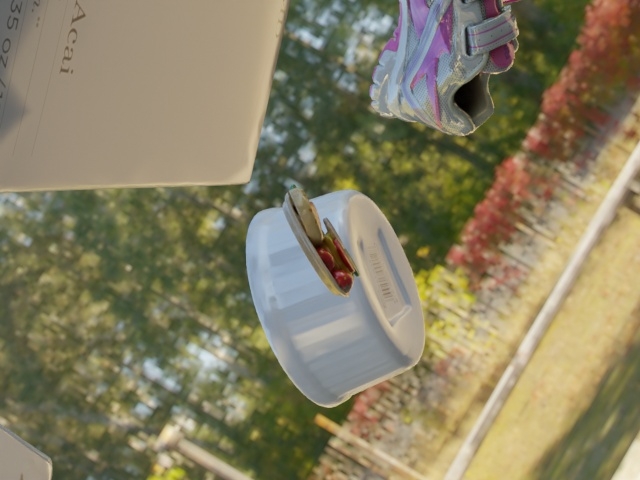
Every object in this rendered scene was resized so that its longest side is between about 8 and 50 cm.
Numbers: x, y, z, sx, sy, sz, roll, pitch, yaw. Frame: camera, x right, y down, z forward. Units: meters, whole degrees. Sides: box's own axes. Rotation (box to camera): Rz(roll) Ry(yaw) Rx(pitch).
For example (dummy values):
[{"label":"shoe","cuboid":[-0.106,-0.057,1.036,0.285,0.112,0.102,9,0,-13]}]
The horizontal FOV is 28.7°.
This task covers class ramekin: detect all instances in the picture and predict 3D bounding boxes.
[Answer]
[{"label":"ramekin","cuboid":[0.029,0.067,1.639,0.135,0.277,0.277,-21,12,19]}]

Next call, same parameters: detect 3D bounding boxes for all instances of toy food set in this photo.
[{"label":"toy food set","cuboid":[0.000,0.000,0.833,0.020,0.083,0.082,-31,5,6]}]

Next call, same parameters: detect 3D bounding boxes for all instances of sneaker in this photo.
[{"label":"sneaker","cuboid":[0.121,-0.195,1.054,0.103,0.111,0.252,-38,-34,-37]}]

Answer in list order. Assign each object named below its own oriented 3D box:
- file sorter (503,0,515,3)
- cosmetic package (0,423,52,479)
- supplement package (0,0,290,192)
[{"label":"file sorter","cuboid":[0.305,-0.390,1.402,0.202,0.291,0.182,-17,-83,-74]},{"label":"cosmetic package","cuboid":[-0.423,0.258,0.792,0.327,0.394,0.329,67,-160,-62]},{"label":"supplement package","cuboid":[-0.129,-0.122,0.500,0.293,0.175,0.177,-14,-62,-76]}]
